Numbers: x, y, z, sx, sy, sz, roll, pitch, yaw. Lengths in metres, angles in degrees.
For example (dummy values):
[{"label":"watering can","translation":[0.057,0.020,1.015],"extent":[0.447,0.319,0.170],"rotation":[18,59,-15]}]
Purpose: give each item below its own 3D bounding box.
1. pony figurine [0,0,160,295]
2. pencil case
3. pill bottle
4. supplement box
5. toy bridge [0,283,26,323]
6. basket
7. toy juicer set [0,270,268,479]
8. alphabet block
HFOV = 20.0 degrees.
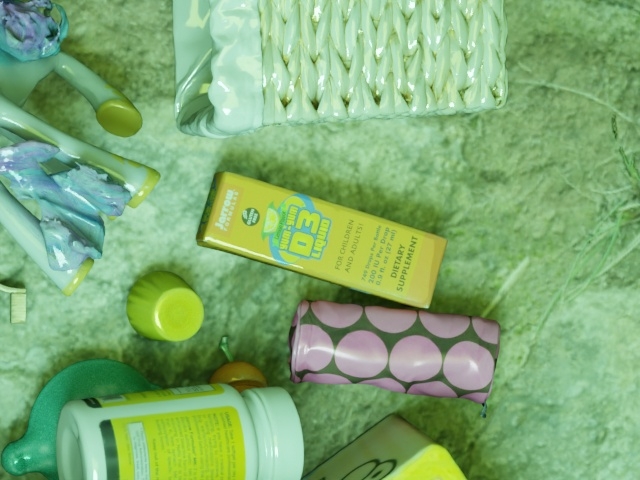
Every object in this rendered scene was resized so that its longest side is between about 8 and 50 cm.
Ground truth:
[{"label":"pony figurine","translation":[-0.322,-0.119,1.600],"extent":[0.363,0.351,0.303],"rotation":[39,113,-10]},{"label":"pencil case","translation":[0.070,0.113,1.788],"extent":[0.209,0.098,0.095],"rotation":[9,71,-6]},{"label":"pill bottle","translation":[-0.128,0.194,1.672],"extent":[0.208,0.119,0.119],"rotation":[-5,94,-22]},{"label":"supplement box","translation":[0.000,0.000,1.777],"extent":[0.233,0.080,0.078],"rotation":[16,88,-7]},{"label":"toy bridge","translation":[-0.377,0.048,1.748],"extent":[0.188,0.026,0.063],"rotation":[1,90,-9]},{"label":"basket","translation":[0.005,-0.257,1.640],"extent":[0.266,0.328,0.331],"rotation":[-1,93,-11]},{"label":"toy juicer set","translation":[-0.191,0.207,1.761],"extent":[0.329,0.089,0.209],"rotation":[-48,112,-11]},{"label":"alphabet block","translation":[0.071,0.304,1.743],"extent":[0.192,0.197,0.193],"rotation":[-37,98,-5]}]
